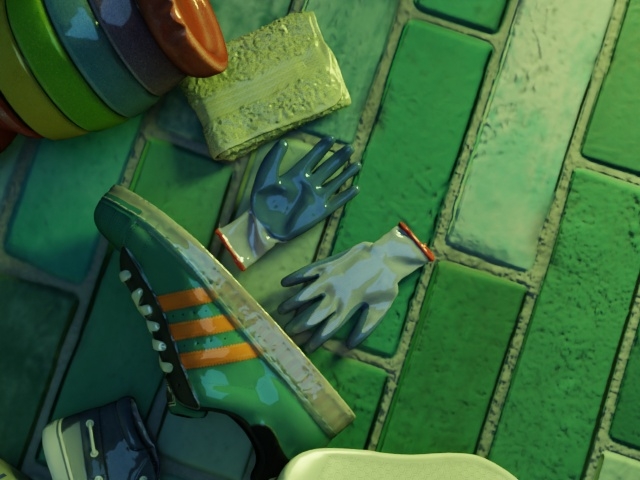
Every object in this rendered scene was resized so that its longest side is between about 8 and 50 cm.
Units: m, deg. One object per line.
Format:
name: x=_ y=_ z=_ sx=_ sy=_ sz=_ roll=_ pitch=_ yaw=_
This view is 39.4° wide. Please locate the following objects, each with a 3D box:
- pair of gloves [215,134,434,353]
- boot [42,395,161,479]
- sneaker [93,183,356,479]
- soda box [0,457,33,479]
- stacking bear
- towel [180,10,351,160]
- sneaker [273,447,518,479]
pair of gloves: x=0.000 y=0.000 z=0.842 sx=0.159 sy=0.023 sz=0.198 roll=-38 pitch=87 yaw=-6
boot: x=-0.176 y=0.237 z=0.791 sx=0.086 sy=0.069 sz=0.190 roll=-22 pitch=83 yaw=0
sneaker: x=-0.110 y=0.087 z=0.789 sx=0.121 sy=0.108 sz=0.302 roll=-43 pitch=88 yaw=-9
soda box: x=-0.362 y=0.204 z=0.779 sx=0.286 sy=0.098 sz=0.091 roll=33 pitch=86 yaw=3
stacking bear: x=-0.243 y=-0.160 z=0.790 sx=0.289 sy=0.164 sz=0.175 roll=-24 pitch=75 yaw=8
towel: x=-0.055 y=-0.149 z=0.854 sx=0.148 sy=0.027 sz=0.110 roll=-25 pitch=84 yaw=-3
sneaker: x=0.061 y=0.252 z=0.787 sx=0.295 sy=0.147 sz=0.105 roll=17 pitch=55 yaw=-27
